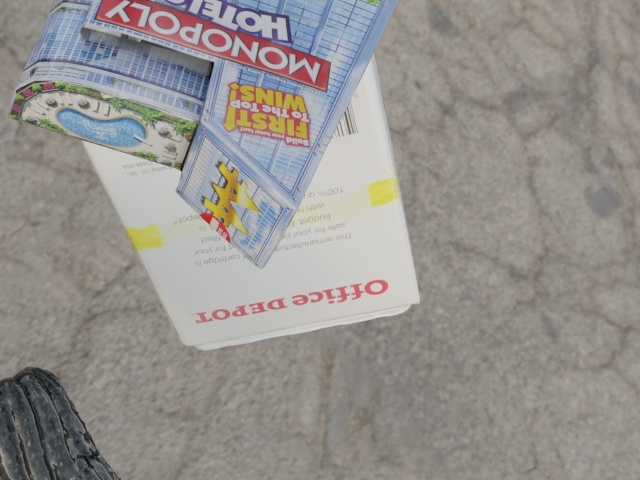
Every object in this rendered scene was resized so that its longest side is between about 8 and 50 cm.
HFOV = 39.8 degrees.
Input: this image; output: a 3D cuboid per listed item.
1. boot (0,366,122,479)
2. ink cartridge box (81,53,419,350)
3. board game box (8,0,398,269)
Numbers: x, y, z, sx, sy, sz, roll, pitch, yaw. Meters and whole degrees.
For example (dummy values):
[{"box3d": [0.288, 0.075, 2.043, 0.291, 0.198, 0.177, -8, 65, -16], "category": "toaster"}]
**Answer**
[{"box3d": [-0.242, 0.281, 0.635, 0.260, 0.348, 0.131, 48, 11, 5], "category": "boot"}, {"box3d": [-0.067, -0.088, 0.914, 0.160, 0.279, 0.385, -93, 171, -49], "category": "ink cartridge box"}, {"box3d": [-0.058, -0.089, 0.486, 0.194, 0.060, 0.194, 16, 51, -13], "category": "board game box"}]
